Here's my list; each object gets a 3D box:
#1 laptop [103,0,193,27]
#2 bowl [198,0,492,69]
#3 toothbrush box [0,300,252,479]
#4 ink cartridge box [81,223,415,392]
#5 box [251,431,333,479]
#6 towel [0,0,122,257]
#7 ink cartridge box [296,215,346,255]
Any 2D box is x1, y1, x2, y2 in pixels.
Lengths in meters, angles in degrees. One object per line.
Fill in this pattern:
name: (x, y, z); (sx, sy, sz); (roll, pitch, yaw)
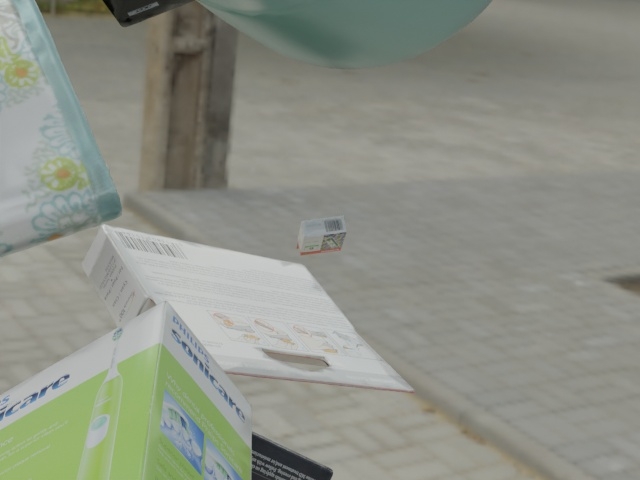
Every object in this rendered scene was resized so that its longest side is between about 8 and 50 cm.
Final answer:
laptop: (-0.132, -0.346, 1.093); (0.234, 0.264, 0.136); (-21, 21, 2)
bowl: (-0.016, -0.264, 0.795); (0.312, 0.311, 0.163); (14, 18, 23)
toothbrush box: (-0.160, 0.196, 0.777); (0.206, 0.122, 0.283); (-30, 27, 12)
ink cartridge box: (-0.080, 0.097, 1.298); (0.296, 0.066, 0.261); (12, 25, -41)
box: (-0.208, 0.357, 1.494); (0.343, 0.312, 0.179); (34, -16, -37)
towel: (-0.446, -0.129, 1.433); (0.321, 0.090, 0.374); (-21, 62, -13)
ink cartridge box: (0.000, 0.000, 1.731); (0.063, 0.029, 0.115); (-7, -20, -8)
